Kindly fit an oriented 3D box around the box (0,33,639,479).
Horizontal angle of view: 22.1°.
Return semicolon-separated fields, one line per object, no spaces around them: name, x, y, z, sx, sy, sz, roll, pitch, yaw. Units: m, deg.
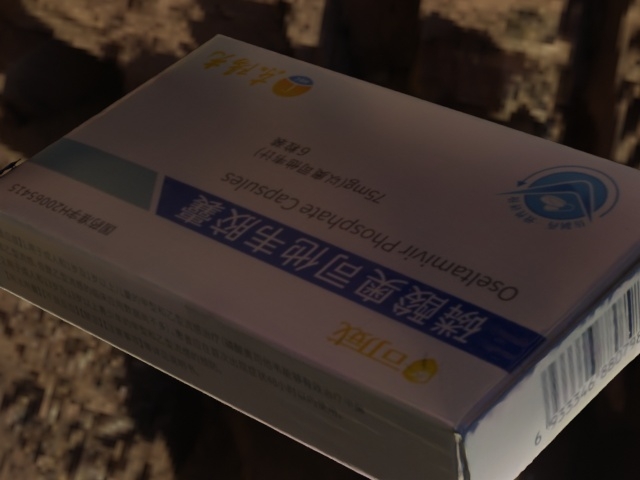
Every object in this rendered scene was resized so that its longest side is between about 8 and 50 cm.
box;0.000;0.000;0.851;0.200;0.343;0.065;-39;134;-32
